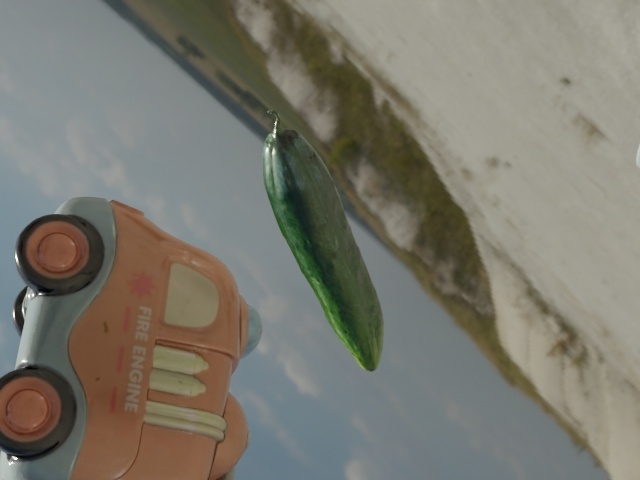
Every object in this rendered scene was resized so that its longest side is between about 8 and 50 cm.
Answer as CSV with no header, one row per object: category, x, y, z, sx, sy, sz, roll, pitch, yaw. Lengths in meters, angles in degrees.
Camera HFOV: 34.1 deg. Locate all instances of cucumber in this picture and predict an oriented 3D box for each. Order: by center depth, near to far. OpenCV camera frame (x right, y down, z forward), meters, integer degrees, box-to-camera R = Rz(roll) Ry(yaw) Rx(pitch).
cucumber,0.000,0.000,0.567,0.168,0.039,0.039,67,171,-26

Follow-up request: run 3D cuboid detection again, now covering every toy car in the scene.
toy car,-0.158,0.106,0.864,0.212,0.270,0.180,10,156,-13

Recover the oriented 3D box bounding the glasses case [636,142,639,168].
glasses case,0.334,-0.115,0.912,0.045,0.178,0.067,37,144,25
